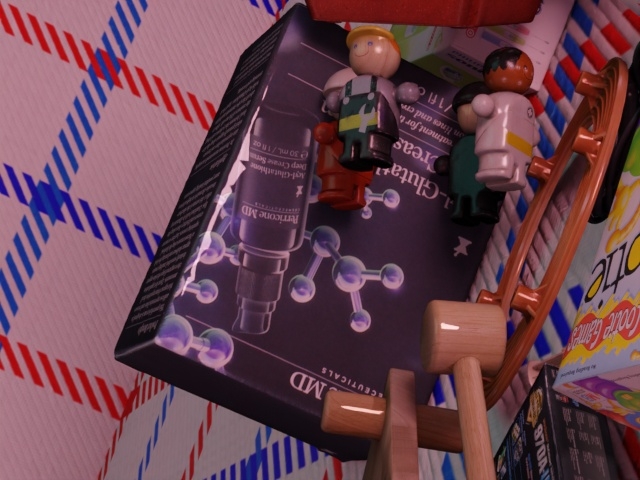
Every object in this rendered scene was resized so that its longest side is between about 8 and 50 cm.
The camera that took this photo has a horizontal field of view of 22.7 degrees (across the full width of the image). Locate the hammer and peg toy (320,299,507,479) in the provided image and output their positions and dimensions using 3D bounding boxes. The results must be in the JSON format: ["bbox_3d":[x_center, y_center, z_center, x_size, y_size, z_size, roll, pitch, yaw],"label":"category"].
[{"bbox_3d":[0.051,0.233,1.263,0.266,0.127,0.361,-87,8,-57],"label":"hammer and peg toy"}]

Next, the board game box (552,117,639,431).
[{"bbox_3d":[0.279,-0.010,1.025,0.144,0.142,0.275,-31,36,66],"label":"board game box"}]

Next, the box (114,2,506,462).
[{"bbox_3d":[0.000,0.000,1.715,0.395,0.293,0.212,-69,14,-14],"label":"box"}]

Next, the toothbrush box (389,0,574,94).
[{"bbox_3d":[0.188,-0.273,1.864,0.206,0.122,0.283,-67,15,-8],"label":"toothbrush box"}]

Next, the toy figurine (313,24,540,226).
[{"bbox_3d":[0.102,-0.114,1.536,0.209,0.213,0.148,111,166,-74],"label":"toy figurine"}]

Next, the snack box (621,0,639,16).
[{"bbox_3d":[0.376,-0.320,1.259,0.322,0.060,0.187,-58,17,-14],"label":"snack box"}]

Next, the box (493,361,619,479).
[{"bbox_3d":[0.162,0.225,1.181,0.220,0.051,0.175,-88,18,-59],"label":"box"}]

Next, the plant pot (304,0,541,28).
[{"bbox_3d":[0.108,-0.337,1.608,0.267,0.267,0.236,-16,-70,-61],"label":"plant pot"}]

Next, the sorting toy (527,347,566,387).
[{"bbox_3d":[0.208,0.123,1.274,0.083,0.045,0.075,-34,44,50],"label":"sorting toy"}]

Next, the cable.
[{"bbox_3d":[0.263,-0.096,1.351,0.184,0.047,0.151,105,179,-56],"label":"cable"}]

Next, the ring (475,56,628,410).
[{"bbox_3d":[0.192,-0.008,1.412,0.336,0.032,0.337,22,-90,-89],"label":"ring"}]
